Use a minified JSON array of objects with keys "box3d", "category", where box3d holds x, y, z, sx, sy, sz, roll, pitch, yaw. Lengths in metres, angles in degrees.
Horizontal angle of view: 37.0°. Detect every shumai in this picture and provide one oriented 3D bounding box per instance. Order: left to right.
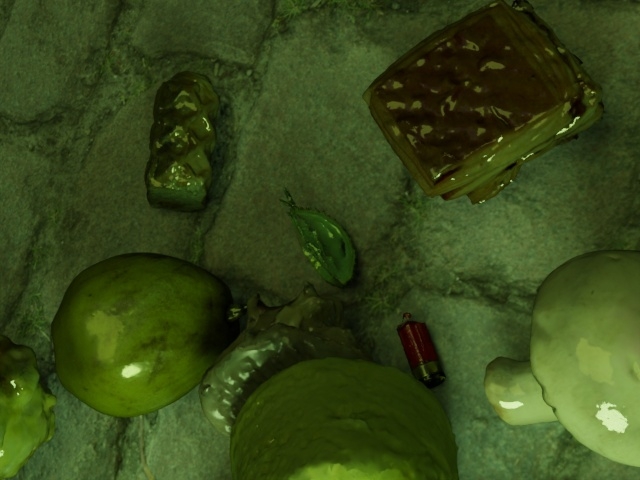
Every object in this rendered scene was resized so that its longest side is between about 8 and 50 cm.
[{"box3d":[-0.026,0.214,1.590,0.314,0.262,0.267,24,115,-8],"category":"shumai"}]

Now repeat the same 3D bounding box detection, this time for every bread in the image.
[{"box3d":[-0.269,-0.200,1.860,0.152,0.130,0.268,-7,70,34],"category":"bread"},{"box3d":[0.031,0.363,1.348,0.348,0.308,0.348,1,111,2],"category":"bread"},{"box3d":[0.266,-0.216,1.569,0.324,0.167,0.277,-32,61,4],"category":"bread"}]

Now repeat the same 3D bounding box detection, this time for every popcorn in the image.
[{"box3d":[-0.647,0.322,1.776,0.312,0.312,0.312,-9,70,24],"category":"popcorn"}]

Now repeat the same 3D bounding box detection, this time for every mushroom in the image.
[{"box3d":[0.397,0.147,1.310,0.356,0.315,0.315,13,80,27],"category":"mushroom"}]

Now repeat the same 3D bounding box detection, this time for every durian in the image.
[{"box3d":[0.000,0.000,1.670,0.086,0.100,0.215,-38,67,7],"category":"durian"}]

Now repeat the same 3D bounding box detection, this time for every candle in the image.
[{"box3d":[0.160,0.176,1.560,0.052,0.052,0.131,-29,62,16],"category":"candle"}]

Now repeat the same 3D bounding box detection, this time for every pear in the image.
[{"box3d":[-0.299,0.158,1.683,0.375,0.287,0.287,-13,67,7],"category":"pear"}]
